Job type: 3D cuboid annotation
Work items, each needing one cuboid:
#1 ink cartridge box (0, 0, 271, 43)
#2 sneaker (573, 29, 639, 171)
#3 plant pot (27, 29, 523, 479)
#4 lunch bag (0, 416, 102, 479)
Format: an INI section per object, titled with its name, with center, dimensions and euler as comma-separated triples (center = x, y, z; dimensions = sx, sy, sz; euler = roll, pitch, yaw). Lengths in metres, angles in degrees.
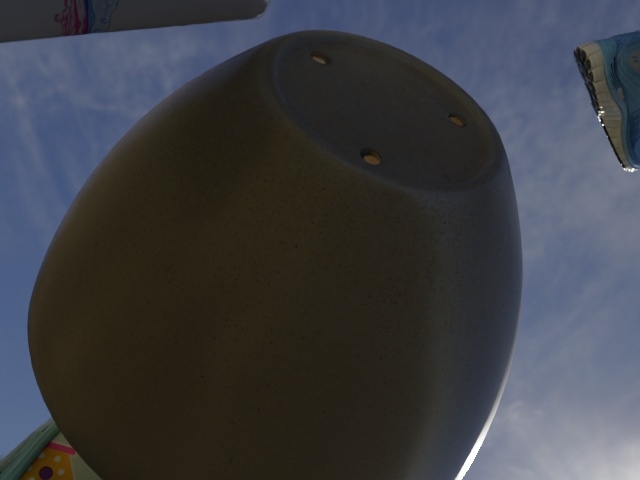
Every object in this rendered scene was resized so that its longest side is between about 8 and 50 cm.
[ink cartridge box]
center = -0.163, -0.191, 0.395
dimensions = 0.201, 0.278, 0.117
euler = 49, -47, 23
[sneaker]
center = 0.263, -0.113, 0.727
dimensions = 0.073, 0.063, 0.162
euler = -24, -32, 16
[plant pot]
center = 0.000, 0.000, 0.494
dimensions = 0.284, 0.284, 0.191
euler = 34, -51, 8
[lunch bag]
center = -0.139, 0.228, 0.483
dimensions = 0.224, 0.279, 0.108
euler = 48, -29, -11
